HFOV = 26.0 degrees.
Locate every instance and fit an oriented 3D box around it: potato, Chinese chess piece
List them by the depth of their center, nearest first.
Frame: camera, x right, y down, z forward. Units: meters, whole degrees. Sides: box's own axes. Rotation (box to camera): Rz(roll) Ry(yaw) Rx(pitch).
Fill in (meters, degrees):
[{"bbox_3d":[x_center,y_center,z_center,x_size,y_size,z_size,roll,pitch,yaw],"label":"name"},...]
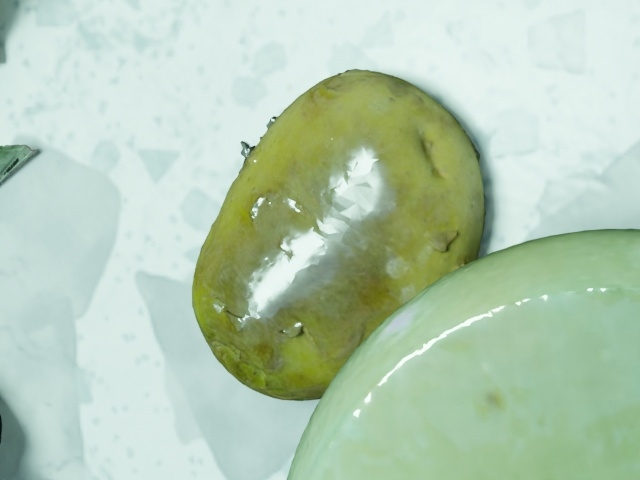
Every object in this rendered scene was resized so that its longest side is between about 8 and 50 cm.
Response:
[{"bbox_3d":[0.152,0.166,0.693,0.349,0.146,0.349,2,99,13],"label":"Chinese chess piece"},{"bbox_3d":[0.000,0.000,0.778,0.164,0.081,0.200,36,105,13],"label":"potato"}]

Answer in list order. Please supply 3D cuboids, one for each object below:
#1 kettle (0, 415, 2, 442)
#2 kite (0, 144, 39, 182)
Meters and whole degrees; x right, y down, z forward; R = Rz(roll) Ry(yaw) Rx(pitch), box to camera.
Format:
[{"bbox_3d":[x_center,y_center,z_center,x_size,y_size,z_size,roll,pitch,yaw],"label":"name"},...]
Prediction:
[{"bbox_3d":[-0.317,0.153,0.893,0.232,0.144,0.202,-48,65,14],"label":"kettle"},{"bbox_3d":[-0.281,-0.034,0.827,0.229,0.250,0.012,-17,64,-17],"label":"kite"}]
